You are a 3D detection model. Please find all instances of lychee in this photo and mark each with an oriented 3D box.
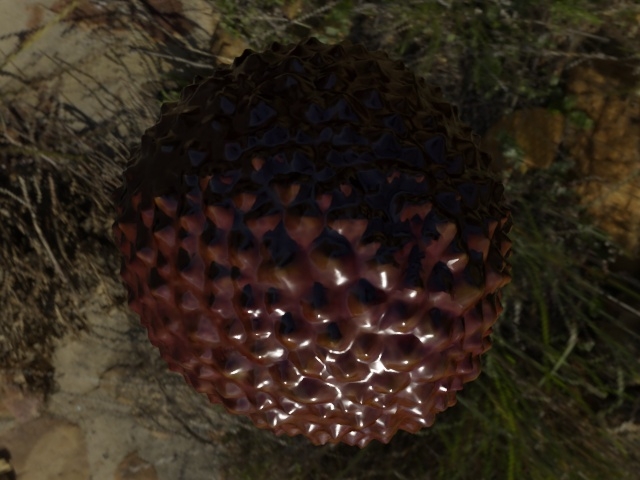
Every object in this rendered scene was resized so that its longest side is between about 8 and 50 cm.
[{"bbox_3d":[0.000,0.000,0.672,0.276,0.304,0.275,-13,116,-28],"label":"lychee"}]
